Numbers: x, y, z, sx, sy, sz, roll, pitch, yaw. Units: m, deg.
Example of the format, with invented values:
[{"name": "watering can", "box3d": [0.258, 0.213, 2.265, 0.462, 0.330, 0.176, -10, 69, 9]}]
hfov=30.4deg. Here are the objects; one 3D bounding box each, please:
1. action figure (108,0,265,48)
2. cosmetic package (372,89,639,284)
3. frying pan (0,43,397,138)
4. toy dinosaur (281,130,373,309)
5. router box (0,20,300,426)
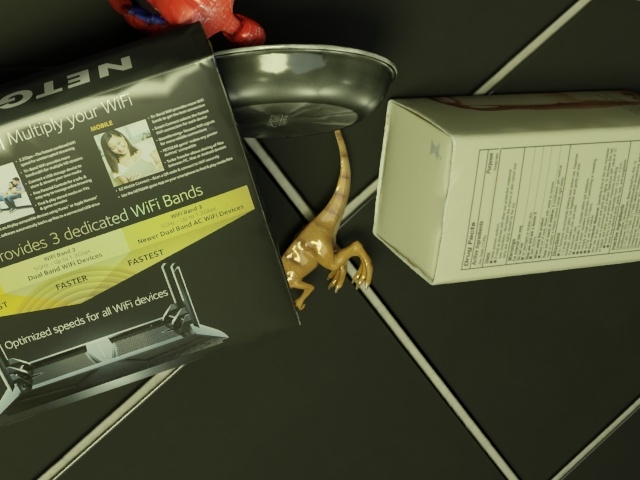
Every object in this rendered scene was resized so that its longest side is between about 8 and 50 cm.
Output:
[{"name": "action figure", "box3d": [-0.163, -0.235, 0.928, 0.280, 0.139, 0.091, 34, 97, -12]}, {"name": "cosmetic package", "box3d": [0.215, -0.060, 1.168, 0.296, 0.129, 0.153, -4, 115, -26]}, {"name": "frying pan", "box3d": [-0.090, -0.123, 0.946, 0.326, 0.197, 0.053, 0, 82, -29]}, {"name": "toy dinosaur", "box3d": [0.000, 0.000, 1.123, 0.112, 0.064, 0.211, 34, 94, -33]}, {"name": "router box", "box3d": [-0.195, 0.001, 0.891, 0.308, 0.081, 0.243, -18, 122, -4]}]
